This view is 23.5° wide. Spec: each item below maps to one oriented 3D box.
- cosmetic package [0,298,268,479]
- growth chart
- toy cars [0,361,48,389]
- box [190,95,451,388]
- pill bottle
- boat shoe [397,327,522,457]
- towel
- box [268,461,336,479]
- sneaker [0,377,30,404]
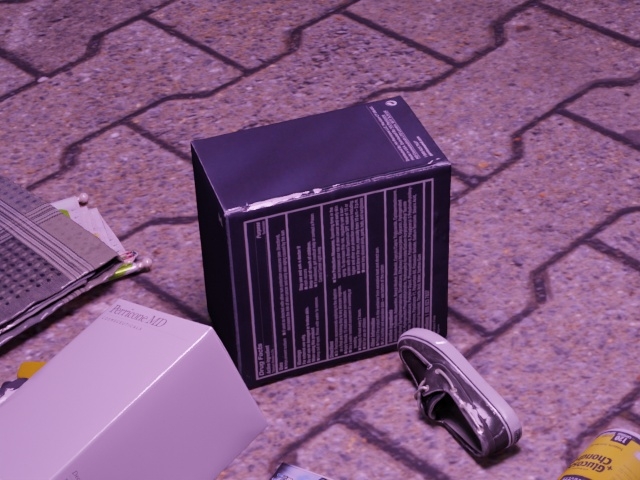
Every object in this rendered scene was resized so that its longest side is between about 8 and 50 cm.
[{"bbox_3d":[-0.259,0.245,1.647,0.197,0.155,0.365,10,48,49],"label":"cosmetic package"},{"bbox_3d":[-0.370,0.007,2.234,0.172,0.021,0.237,-23,41,-23],"label":"growth chart"},{"bbox_3d":[-0.286,0.299,1.798,0.176,0.087,0.394,-30,48,-15],"label":"toy cars"},{"bbox_3d":[0.000,0.000,1.994,0.294,0.296,0.183,-14,39,-15],"label":"box"},{"bbox_3d":[0.310,0.302,1.740,0.103,0.103,0.184,25,45,31],"label":"pill bottle"},{"bbox_3d":[0.156,0.188,1.920,0.070,0.078,0.219,-24,44,-27],"label":"boat shoe"},{"bbox_3d":[-0.484,0.046,2.156,0.312,0.056,0.324,-31,42,-29],"label":"towel"},{"bbox_3d":[-0.044,0.348,1.755,0.114,0.036,0.207,16,41,23],"label":"box"},{"bbox_3d":[-0.376,0.267,1.755,0.097,0.084,0.235,32,59,2],"label":"sneaker"}]
